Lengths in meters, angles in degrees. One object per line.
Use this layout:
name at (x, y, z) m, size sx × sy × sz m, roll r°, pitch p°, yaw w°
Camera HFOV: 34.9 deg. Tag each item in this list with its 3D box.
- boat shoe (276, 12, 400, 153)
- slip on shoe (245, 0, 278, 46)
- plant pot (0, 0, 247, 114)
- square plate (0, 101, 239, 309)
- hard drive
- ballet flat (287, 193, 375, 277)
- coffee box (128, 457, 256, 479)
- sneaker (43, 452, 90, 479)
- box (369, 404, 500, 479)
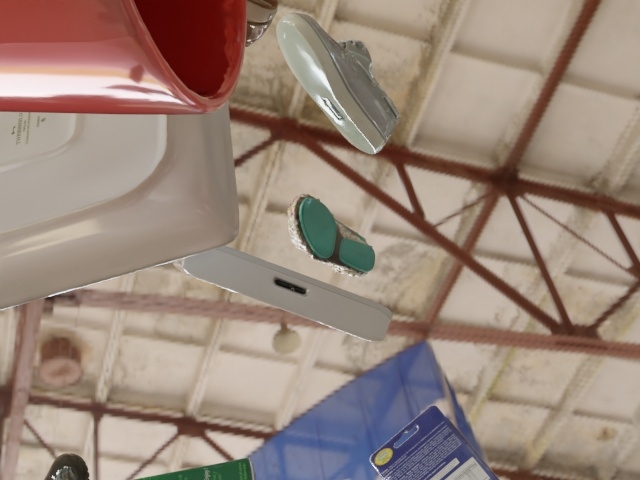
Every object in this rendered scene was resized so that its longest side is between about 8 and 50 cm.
boat shoe at (0.028, -0.210, 1.282) m, size 0.081 × 0.079 × 0.227 m, roll -51°, pitch -52°, yaw -16°
slip on shoe at (-0.098, -0.191, 0.750) m, size 0.135 × 0.051 × 0.041 m, roll 26°, pitch -52°, yaw -12°
plant pot at (-0.191, -0.188, 0.552) m, size 0.243 × 0.275 × 0.275 m, roll -5°, pitch -46°, yaw 10°
square plate at (-0.246, -0.089, 0.893) m, size 0.344 × 0.347 × 0.049 m, roll -16°, pitch -43°, yaw 8°
hard drive at (-0.062, 0.055, 1.257) m, size 0.233 × 0.353 × 0.047 m, roll 20°, pitch -94°, yaw -9°
ballet flat at (0.000, 0.000, 1.582) m, size 0.077 × 0.091 × 0.241 m, roll 3°, pitch -23°, yaw 34°
coffee box at (-0.138, 0.245, 0.859) m, size 0.184 × 0.040 × 0.113 m, roll -10°, pitch -46°, yaw -3°
sneaker at (-0.451, 0.470, 1.529) m, size 0.146 × 0.331 × 0.122 m, roll 29°, pitch -26°, yaw -32°
box at (0.176, 0.351, 1.471) m, size 0.136 × 0.225 × 0.036 m, roll -40°, pitch -50°, yaw 0°
